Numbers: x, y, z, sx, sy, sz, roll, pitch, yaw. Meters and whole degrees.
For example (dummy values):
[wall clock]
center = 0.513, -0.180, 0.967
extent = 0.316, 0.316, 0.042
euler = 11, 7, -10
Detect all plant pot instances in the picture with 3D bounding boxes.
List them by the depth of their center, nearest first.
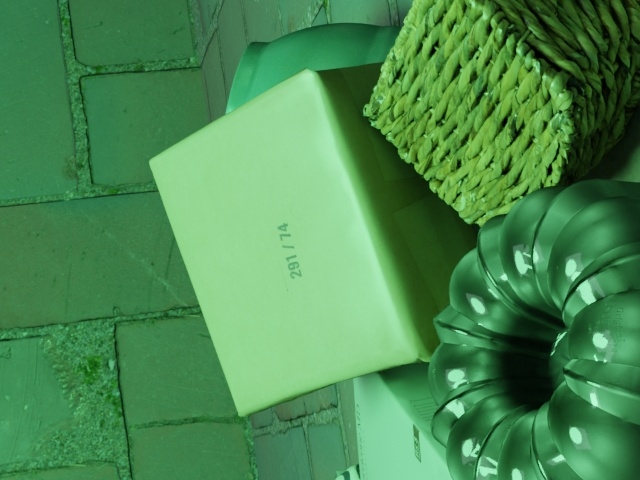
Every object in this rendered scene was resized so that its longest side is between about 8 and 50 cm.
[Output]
[plant pot]
center = -0.016, -0.154, 1.677
extent = 0.293, 0.196, 0.293
euler = 13, -90, -84

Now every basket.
[basket]
center = 0.209, -0.170, 1.199
extent = 0.213, 0.223, 0.299
euler = 46, 157, 10

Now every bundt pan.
[bundt pan]
center = 0.199, 0.098, 1.052
extent = 0.331, 0.124, 0.331
euler = -34, 50, 53

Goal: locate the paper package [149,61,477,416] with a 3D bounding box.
[paper package]
center = 0.000, 0.000, 1.426
extent = 0.309, 0.168, 0.325
euler = -23, 85, 42

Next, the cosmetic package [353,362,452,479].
[cosmetic package]
center = 0.161, 0.265, 1.463
extent = 0.385, 0.156, 0.217
euler = -139, 42, -69

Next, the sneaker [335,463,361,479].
[sneaker]
center = 0.144, 0.361, 1.735
extent = 0.235, 0.153, 0.094
euler = 50, -166, -20

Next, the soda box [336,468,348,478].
[soda box]
center = 0.103, 0.458, 1.931
extent = 0.286, 0.091, 0.098
euler = -120, 25, -59
